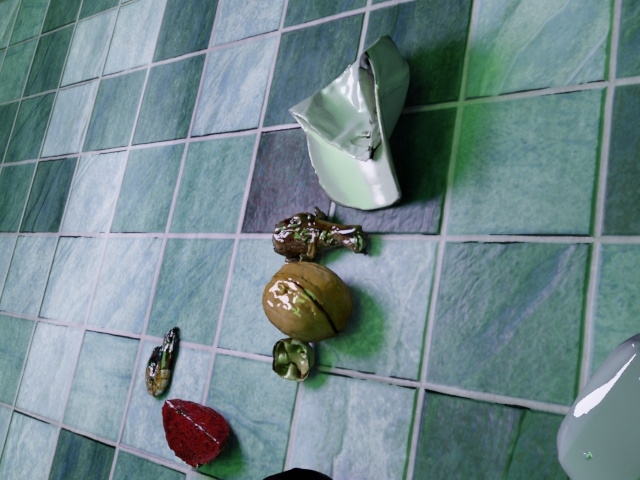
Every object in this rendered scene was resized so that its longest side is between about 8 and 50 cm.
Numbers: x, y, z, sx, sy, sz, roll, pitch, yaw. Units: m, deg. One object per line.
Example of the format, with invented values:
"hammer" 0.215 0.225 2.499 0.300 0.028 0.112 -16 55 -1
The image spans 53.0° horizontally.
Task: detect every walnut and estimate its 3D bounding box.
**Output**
"walnut" -0.022 0.111 1.151 0.180 0.144 0.144 31 95 47

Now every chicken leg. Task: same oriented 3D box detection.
"chicken leg" -0.002 -0.007 1.223 0.196 0.080 0.125 -18 74 25

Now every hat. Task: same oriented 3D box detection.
"hat" 0.096 -0.209 1.182 0.258 0.168 0.301 -22 85 56
"hat" -0.046 0.215 1.182 0.076 0.059 0.077 7 99 21

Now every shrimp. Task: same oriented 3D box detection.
"shrimp" -0.360 0.265 1.433 0.091 0.034 0.161 11 82 41

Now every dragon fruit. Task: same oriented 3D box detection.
"dragon fruit" -0.242 0.386 1.274 0.162 0.083 0.106 25 110 24

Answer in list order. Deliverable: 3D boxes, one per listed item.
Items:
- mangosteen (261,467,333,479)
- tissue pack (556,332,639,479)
"mangosteen" -0.036 0.500 0.971 0.288 0.233 0.287 -9 72 29
"tissue pack" 0.444 0.254 0.673 0.333 0.236 0.229 43 111 40
